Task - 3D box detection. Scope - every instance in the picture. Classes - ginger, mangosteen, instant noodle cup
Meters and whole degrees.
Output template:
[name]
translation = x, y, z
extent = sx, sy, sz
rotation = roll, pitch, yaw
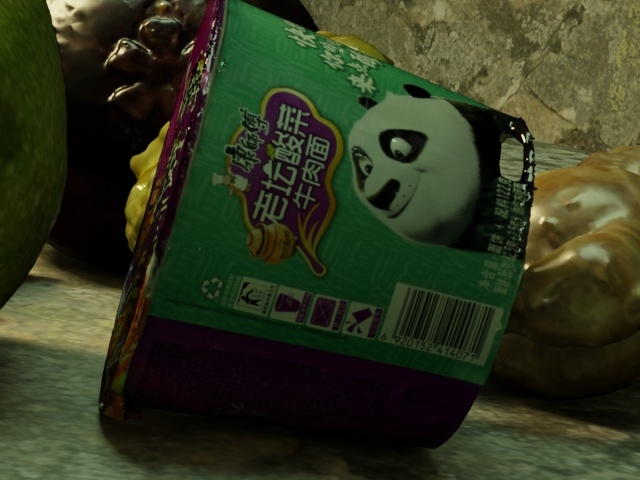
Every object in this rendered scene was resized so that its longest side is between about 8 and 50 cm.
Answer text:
[ginger]
translation = 0.195, 0.025, 1.202
extent = 0.256, 0.176, 0.375
rotation = -8, 3, 23
[mangosteen]
translation = -0.134, -0.114, 1.422
extent = 0.297, 0.297, 0.293
rotation = 8, 11, 2
[instant noodle cup]
translation = 0.000, 0.000, 0.960
extent = 0.190, 0.251, 0.251
rotation = 16, 7, -8

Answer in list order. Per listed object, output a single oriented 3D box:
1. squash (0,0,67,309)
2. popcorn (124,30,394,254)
[squash]
translation = -0.266, -0.065, 0.921
extent = 0.310, 0.310, 0.309
rotation = 5, 11, -19
[popcorn]
translation = -0.026, -0.025, 1.197
extent = 0.255, 0.195, 0.256
rotation = -30, -5, 29
